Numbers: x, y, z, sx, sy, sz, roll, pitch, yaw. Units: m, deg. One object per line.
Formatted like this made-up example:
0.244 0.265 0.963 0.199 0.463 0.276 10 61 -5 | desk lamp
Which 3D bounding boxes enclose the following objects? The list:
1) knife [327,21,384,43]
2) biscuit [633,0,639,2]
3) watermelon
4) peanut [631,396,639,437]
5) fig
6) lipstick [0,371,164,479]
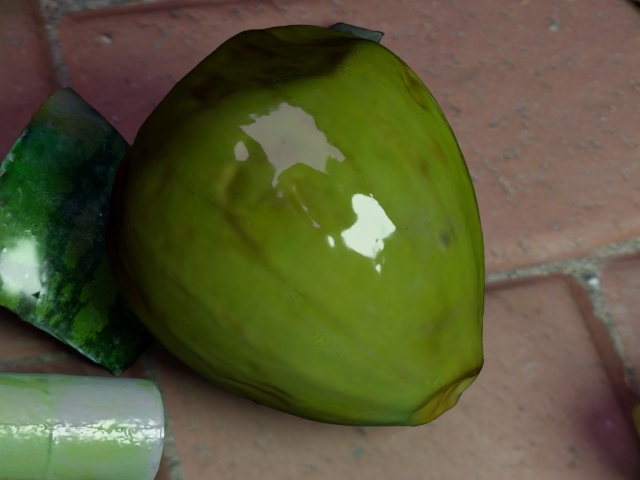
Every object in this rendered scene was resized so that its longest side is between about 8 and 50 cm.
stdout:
-0.032 -0.113 1.238 0.230 0.028 0.060 -36 74 -32 | knife
0.356 -0.267 1.356 0.259 0.079 0.259 2 51 -3 | biscuit
-0.151 -0.011 1.101 0.146 0.128 0.231 29 50 -5 | watermelon
0.343 0.132 0.991 0.305 0.147 0.147 10 51 4 | peanut
0.000 0.000 1.022 0.271 0.239 0.239 46 58 1 | fig
-0.250 0.112 0.962 0.304 0.076 0.076 4 50 -20 | lipstick
